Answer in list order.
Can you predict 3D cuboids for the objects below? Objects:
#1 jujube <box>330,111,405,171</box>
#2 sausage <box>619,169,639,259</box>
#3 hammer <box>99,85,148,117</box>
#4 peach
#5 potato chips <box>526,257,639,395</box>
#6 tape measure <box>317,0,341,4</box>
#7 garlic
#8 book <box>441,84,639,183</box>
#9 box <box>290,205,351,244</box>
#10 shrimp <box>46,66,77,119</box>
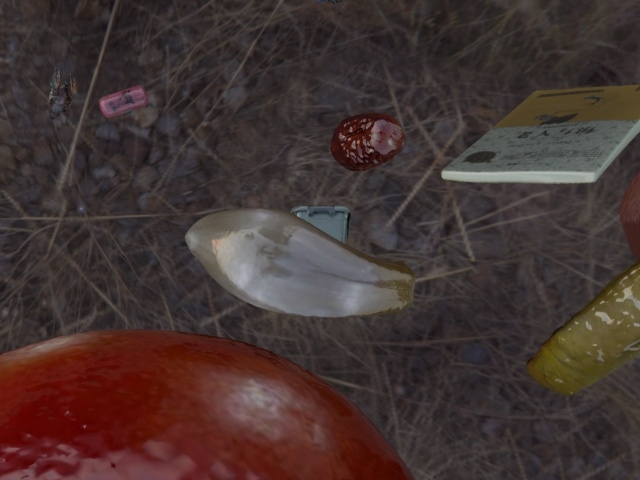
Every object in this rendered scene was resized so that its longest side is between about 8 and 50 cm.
[{"bbox_3d":[0.093,-0.200,1.971,0.109,0.176,0.112,-33,105,-31],"label":"jujube"},{"bbox_3d":[0.339,-0.027,0.810,0.148,0.254,0.148,0,80,-2],"label":"sausage"},{"bbox_3d":[-0.337,-0.237,1.678,0.083,0.043,0.043,-21,97,-9],"label":"hammer"},{"bbox_3d":[-0.089,0.219,0.484,0.370,0.370,0.369,0,92,-14],"label":"peach"},{"bbox_3d":[0.290,-0.012,0.677,0.057,0.080,0.407,49,115,13],"label":"potato chips"},{"bbox_3d":[0.032,-0.400,1.073,0.215,0.351,0.097,23,60,-27],"label":"tape measure"},{"bbox_3d":[-0.019,0.032,1.297,0.318,0.143,0.112,18,121,-13],"label":"garlic"},{"bbox_3d":[0.406,-0.184,1.649,0.389,0.269,0.032,-40,123,-46],"label":"book"},{"bbox_3d":[0.000,0.000,1.991,0.124,0.172,0.092,0,69,0],"label":"box"},{"bbox_3d":[-0.369,-0.208,1.398,0.038,0.092,0.029,2,54,-22],"label":"shrimp"}]
